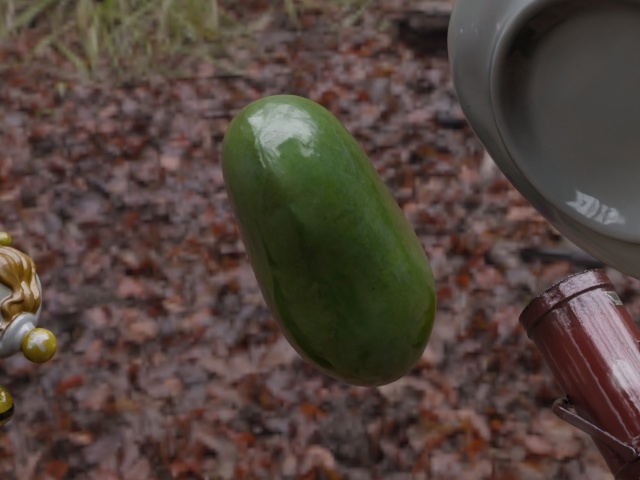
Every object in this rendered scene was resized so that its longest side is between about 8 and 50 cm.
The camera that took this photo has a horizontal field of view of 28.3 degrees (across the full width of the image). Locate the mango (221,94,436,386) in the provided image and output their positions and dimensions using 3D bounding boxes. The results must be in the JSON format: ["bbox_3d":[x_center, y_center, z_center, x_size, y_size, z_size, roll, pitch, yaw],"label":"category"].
[{"bbox_3d":[0.000,0.000,0.861,0.114,0.251,0.156,-21,42,16],"label":"mango"}]

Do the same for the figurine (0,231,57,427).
[{"bbox_3d":[-0.197,0.067,0.726,0.101,0.143,0.068,-17,-9,4],"label":"figurine"}]

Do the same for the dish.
[{"bbox_3d":[0.164,-0.081,0.594,0.256,0.256,0.117,18,40,33],"label":"dish"}]

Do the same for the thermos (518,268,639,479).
[{"bbox_3d":[0.278,0.142,1.140,0.099,0.124,0.232,7,46,-49],"label":"thermos"}]
